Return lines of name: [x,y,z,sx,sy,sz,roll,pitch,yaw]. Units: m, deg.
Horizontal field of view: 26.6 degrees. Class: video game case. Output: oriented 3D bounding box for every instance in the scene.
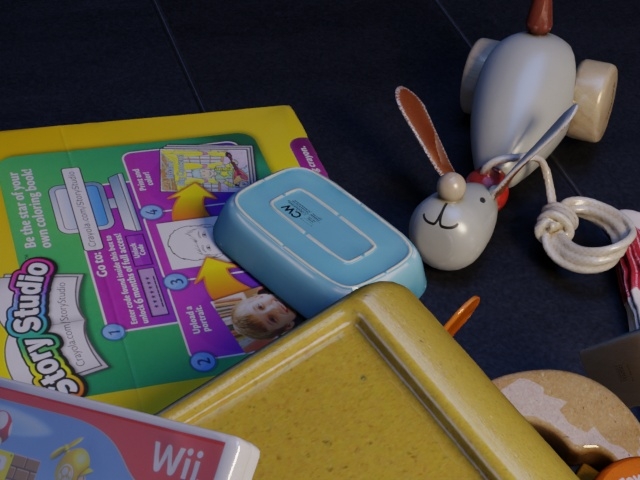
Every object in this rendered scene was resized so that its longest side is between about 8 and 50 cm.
video game case: [-0.162,0.228,0.753,0.204,0.025,0.285,8,71,35]

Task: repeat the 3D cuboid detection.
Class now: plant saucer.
plant saucer: [-0.007,0.183,0.794,0.333,0.081,0.333,-31,49,-12]

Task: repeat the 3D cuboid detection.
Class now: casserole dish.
casserole dish: [0.000,0.000,1.052,0.114,0.037,0.188,-28,51,-34]

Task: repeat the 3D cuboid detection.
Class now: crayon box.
crayon box: [-0.124,0.045,1.094,0.313,0.106,0.363,-8,43,-17]

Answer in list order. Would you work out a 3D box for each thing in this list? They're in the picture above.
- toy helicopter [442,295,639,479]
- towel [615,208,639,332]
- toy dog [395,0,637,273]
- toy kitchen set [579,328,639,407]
toy helicopter: [0.061,0.186,0.902,0.355,0.140,0.235,-21,67,-19]
towel: [0.388,0.089,1.180,0.237,0.037,0.329,7,39,-3]
toy dog: [0.183,-0.125,1.293,0.220,0.161,0.334,-1,38,7]
toy kitchen set: [0.323,0.146,1.013,0.166,0.122,0.207,-18,83,-16]
